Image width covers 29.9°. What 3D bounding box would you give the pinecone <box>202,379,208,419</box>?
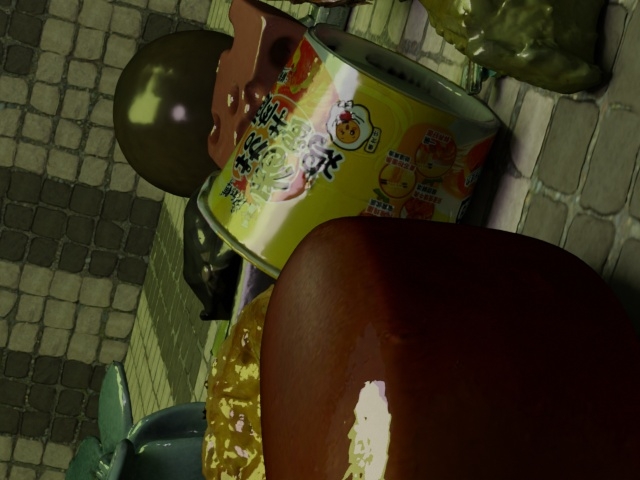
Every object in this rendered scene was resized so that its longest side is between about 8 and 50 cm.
[{"bbox_3d":[-0.096,0.202,1.622,0.140,0.121,0.140,-159,90,-88],"label":"pinecone"}]

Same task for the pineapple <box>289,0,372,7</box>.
[{"bbox_3d":[-0.004,-0.445,1.449,0.352,0.352,0.300,-113,28,-65],"label":"pineapple"}]

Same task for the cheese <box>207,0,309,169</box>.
[{"bbox_3d":[-0.058,-0.200,1.419,0.128,0.203,0.177,50,163,59],"label":"cheese"}]

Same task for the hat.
[{"bbox_3d":[-0.082,-0.094,1.588,0.366,0.257,0.381,-49,46,37],"label":"hat"}]

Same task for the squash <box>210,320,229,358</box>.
[{"bbox_3d":[-0.093,0.095,1.761,0.095,0.095,0.188,-115,40,-66],"label":"squash"}]

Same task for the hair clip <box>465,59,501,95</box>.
[{"bbox_3d":[0.165,-0.222,1.165,0.049,0.049,0.172,151,124,-70],"label":"hair clip"}]

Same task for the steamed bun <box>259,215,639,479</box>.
[{"bbox_3d":[0.084,0.119,0.816,0.379,0.235,0.248,-101,24,-56],"label":"steamed bun"}]

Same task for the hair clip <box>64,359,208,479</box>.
[{"bbox_3d":[-0.241,0.384,1.788,0.392,0.238,0.318,-114,39,-65],"label":"hair clip"}]

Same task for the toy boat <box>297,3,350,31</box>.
[{"bbox_3d":[0.001,-0.350,1.775,0.078,0.085,0.260,-113,38,-66],"label":"toy boat"}]

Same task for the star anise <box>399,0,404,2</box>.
[{"bbox_3d":[0.134,-0.330,1.261,0.182,0.065,0.195,46,117,42],"label":"star anise"}]

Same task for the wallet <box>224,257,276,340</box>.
[{"bbox_3d":[0.000,0.000,1.354,0.044,0.171,0.321,98,-177,-85],"label":"wallet"}]

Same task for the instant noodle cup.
[{"bbox_3d":[0.040,-0.072,1.149,0.200,0.264,0.264,-62,19,18],"label":"instant noodle cup"}]

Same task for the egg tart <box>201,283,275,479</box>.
[{"bbox_3d":[-0.009,0.202,1.211,0.341,0.129,0.341,8,99,58],"label":"egg tart"}]

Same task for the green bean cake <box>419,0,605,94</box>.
[{"bbox_3d":[0.177,-0.259,0.992,0.233,0.124,0.236,-119,44,-67],"label":"green bean cake"}]

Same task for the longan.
[{"bbox_3d":[-0.221,-0.222,2.130,0.319,0.319,0.318,-168,90,-75],"label":"longan"}]
